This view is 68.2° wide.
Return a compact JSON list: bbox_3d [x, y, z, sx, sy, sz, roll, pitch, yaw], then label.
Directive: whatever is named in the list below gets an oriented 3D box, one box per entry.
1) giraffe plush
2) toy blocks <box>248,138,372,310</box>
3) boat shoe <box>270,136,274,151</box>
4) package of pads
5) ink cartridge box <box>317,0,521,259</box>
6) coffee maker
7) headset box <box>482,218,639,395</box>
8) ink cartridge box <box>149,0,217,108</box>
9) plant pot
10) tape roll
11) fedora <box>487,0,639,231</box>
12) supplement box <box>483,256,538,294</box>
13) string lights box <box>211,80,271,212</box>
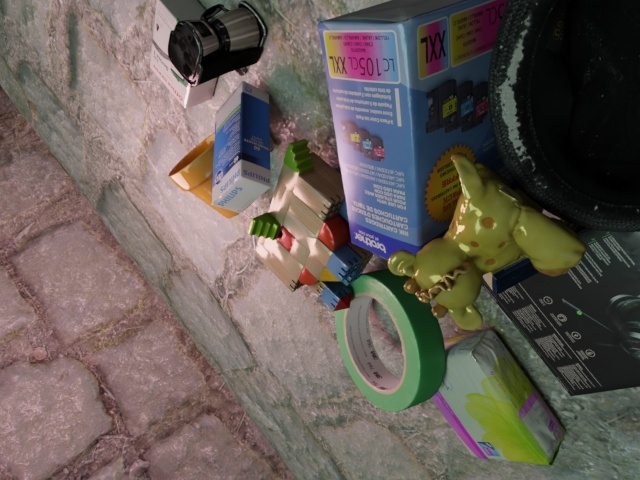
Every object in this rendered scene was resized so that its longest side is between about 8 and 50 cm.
[{"bbox_3d":[0.188,0.014,0.576,0.181,0.210,0.170,49,115,29],"label":"giraffe plush"},{"bbox_3d":[0.000,0.000,1.062,0.261,0.190,0.381,42,134,20],"label":"toy blocks"},{"bbox_3d":[-0.167,-0.259,1.190,0.133,0.049,0.042,33,166,18],"label":"boat shoe"},{"bbox_3d":[0.361,0.348,1.043,0.296,0.101,0.229,54,146,-1],"label":"package of pads"},{"bbox_3d":[0.169,-0.140,0.691,0.151,0.270,0.395,28,139,43],"label":"ink cartridge box"},{"bbox_3d":[-0.219,-0.399,1.007,0.120,0.178,0.171,37,142,24],"label":"coffee maker"},{"bbox_3d":[0.431,0.075,0.694,0.246,0.131,0.283,51,146,4],"label":"headset box"},{"bbox_3d":[-0.328,-0.460,1.157,0.160,0.092,0.219,49,145,7],"label":"ink cartridge box"},{"bbox_3d":[-0.265,-0.169,1.268,0.205,0.205,0.188,-6,131,52],"label":"plant pot"},{"bbox_3d":[0.150,0.230,1.108,0.321,0.077,0.321,26,121,56],"label":"tape roll"},{"bbox_3d":[0.342,-0.184,0.517,0.334,0.152,0.334,7,114,16],"label":"fedora"},{"bbox_3d":[0.259,0.015,0.667,0.083,0.083,0.056,62,-178,34],"label":"supplement box"},{"bbox_3d":[-0.179,-0.209,1.062,0.133,0.076,0.260,-31,53,43],"label":"string lights box"}]
